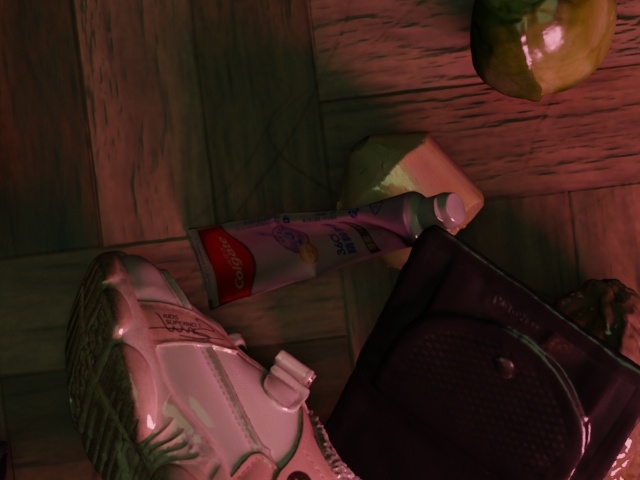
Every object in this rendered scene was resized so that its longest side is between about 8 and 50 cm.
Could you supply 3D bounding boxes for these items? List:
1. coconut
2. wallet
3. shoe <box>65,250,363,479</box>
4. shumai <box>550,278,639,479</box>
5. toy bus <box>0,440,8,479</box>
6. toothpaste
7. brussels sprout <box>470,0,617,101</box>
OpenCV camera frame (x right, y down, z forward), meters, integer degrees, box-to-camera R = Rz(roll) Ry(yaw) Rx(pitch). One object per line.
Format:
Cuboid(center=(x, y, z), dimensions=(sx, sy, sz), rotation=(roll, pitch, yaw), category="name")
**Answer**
Cuboid(center=(0.074, -0.044, 1.527), dimensions=(0.116, 0.116, 0.122), rotation=(-42, 91, 1), category="coconut")
Cuboid(center=(0.133, 0.165, 1.461), dimensions=(0.247, 0.041, 0.323), rotation=(36, 131, 15), category="wallet")
Cuboid(center=(-0.100, 0.165, 1.519), dimensions=(0.198, 0.172, 0.351), rotation=(-12, 69, -30), category="shoe")
Cuboid(center=(0.208, 0.136, 1.510), dimensions=(0.175, 0.166, 0.206), rotation=(0, 71, 9), category="shumai")
Cuboid(center=(-0.334, 0.267, 1.561), dimensions=(0.076, 0.073, 0.167), rotation=(6, 90, -1), category="toy bus")
Cuboid(center=(0.000, 0.000, 1.496), dimensions=(0.301, 0.048, 0.075), rotation=(-14, 117, 39), category="toothpaste")
Cuboid(center=(0.199, -0.210, 1.516), dimensions=(0.131, 0.145, 0.183), rotation=(0, 46, 25), category="brussels sprout")
